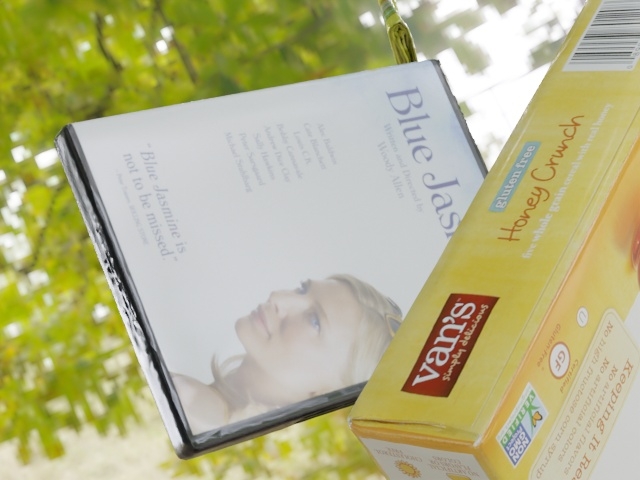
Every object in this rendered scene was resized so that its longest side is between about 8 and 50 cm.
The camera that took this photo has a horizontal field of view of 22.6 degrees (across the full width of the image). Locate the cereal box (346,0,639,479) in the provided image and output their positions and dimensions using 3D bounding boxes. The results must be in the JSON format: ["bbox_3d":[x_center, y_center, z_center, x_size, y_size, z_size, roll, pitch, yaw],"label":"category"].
[{"bbox_3d":[0.112,0.064,0.497,0.047,0.240,0.173,4,51,40],"label":"cereal box"}]

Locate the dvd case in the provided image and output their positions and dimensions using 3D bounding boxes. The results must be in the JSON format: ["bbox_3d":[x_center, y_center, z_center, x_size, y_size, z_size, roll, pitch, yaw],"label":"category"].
[{"bbox_3d":[0.000,0.000,0.864,0.253,0.180,0.022,-14,-15,-35],"label":"dvd case"}]

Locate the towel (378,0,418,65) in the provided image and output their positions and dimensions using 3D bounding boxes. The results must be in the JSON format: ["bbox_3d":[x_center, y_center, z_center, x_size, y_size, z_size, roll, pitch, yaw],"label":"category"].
[{"bbox_3d":[0.044,-0.234,1.291,0.021,0.237,0.102,-16,-30,4],"label":"towel"}]
